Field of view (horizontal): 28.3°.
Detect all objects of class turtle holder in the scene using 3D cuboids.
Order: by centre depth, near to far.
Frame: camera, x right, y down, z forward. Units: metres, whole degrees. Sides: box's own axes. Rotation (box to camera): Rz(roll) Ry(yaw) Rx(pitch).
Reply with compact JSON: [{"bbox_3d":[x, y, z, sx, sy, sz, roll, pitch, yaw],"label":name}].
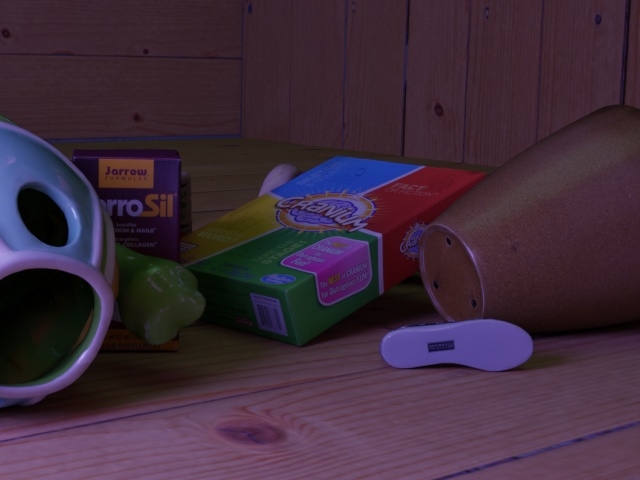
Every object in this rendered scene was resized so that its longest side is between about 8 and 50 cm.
[{"bbox_3d":[-0.265,0.039,1.017,0.227,0.243,0.320,29,-15,41],"label":"turtle holder"}]

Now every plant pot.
[{"bbox_3d":[0.238,0.001,1.338,0.254,0.237,0.237,-18,16,-24],"label":"plant pot"}]

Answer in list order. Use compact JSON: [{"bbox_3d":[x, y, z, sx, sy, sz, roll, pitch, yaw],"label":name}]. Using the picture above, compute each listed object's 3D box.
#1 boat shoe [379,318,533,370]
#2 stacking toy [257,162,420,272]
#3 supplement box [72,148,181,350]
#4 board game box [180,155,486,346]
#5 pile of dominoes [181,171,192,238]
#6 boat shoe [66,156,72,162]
[{"bbox_3d":[0.125,0.094,1.182,0.142,0.049,0.040,-1,8,0],"label":"boat shoe"},{"bbox_3d":[0.087,-0.009,1.636,0.331,0.141,0.141,10,11,16],"label":"stacking toy"},{"bbox_3d":[-0.188,0.008,1.223,0.104,0.188,0.081,0,9,-10],"label":"supplement box"},{"bbox_3d":[0.000,0.000,1.407,0.242,0.064,0.317,10,31,45],"label":"board game box"},{"bbox_3d":[-0.228,0.012,1.381,0.196,0.040,0.251,-19,-19,-12],"label":"pile of dominoes"},{"bbox_3d":[-0.370,-0.062,1.888,0.123,0.119,0.324,10,12,43],"label":"boat shoe"}]
